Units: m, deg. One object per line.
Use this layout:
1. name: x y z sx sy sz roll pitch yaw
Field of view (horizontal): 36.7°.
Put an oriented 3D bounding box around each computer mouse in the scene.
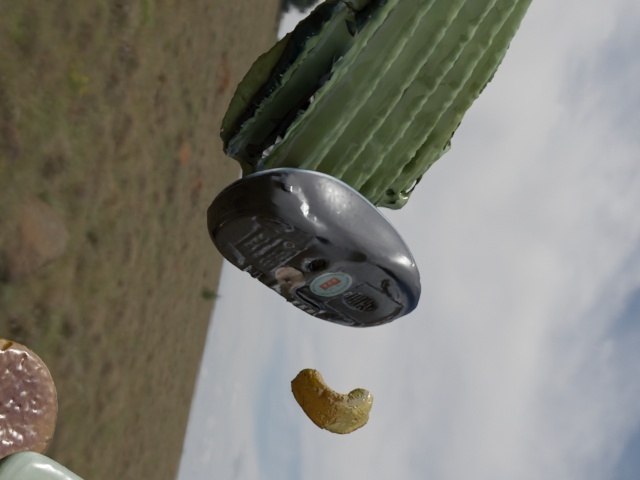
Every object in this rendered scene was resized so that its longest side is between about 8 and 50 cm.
1. computer mouse: 0.000 0.000 0.959 0.137 0.233 0.096 -32 -146 39

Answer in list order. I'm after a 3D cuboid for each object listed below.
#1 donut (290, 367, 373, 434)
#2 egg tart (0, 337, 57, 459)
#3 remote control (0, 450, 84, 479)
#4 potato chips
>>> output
1. donut: 0.013 0.165 1.024 0.083 0.067 0.038 50 -44 20
2. egg tart: -0.402 0.186 1.075 0.215 0.171 0.215 17 69 -55
3. remote control: -0.090 0.228 0.565 0.038 0.309 0.090 -12 -137 39
4. potato chips: 0.085 -0.188 1.123 0.429 0.358 0.070 -54 -126 19
